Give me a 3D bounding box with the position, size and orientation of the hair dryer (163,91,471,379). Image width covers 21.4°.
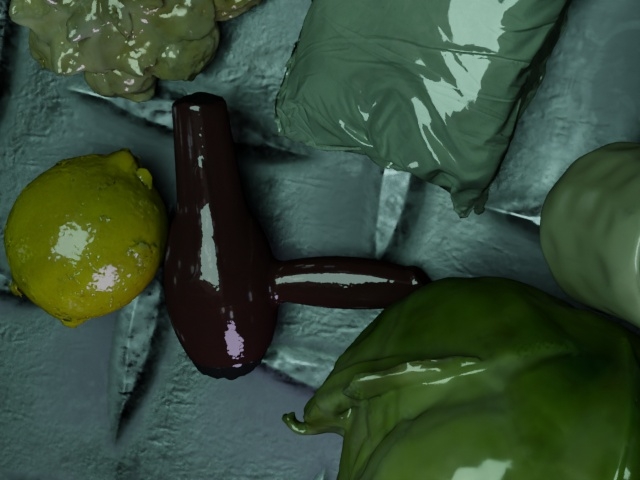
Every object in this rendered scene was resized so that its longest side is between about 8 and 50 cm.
[{"bbox_3d":[0.000,0.000,1.800,0.341,0.123,0.312,2,111,5],"label":"hair dryer"}]

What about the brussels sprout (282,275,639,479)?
[{"bbox_3d":[0.202,0.240,1.650,0.361,0.342,0.425,-30,101,27],"label":"brussels sprout"}]

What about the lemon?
[{"bbox_3d":[-0.253,-0.008,1.845,0.173,0.173,0.206,37,104,8],"label":"lemon"}]

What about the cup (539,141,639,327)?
[{"bbox_3d":[0.335,-0.041,1.627,0.173,0.202,0.255,21,92,-22],"label":"cup"}]

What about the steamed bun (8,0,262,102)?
[{"bbox_3d":[-0.209,-0.294,1.801,0.295,0.137,0.292,19,102,16],"label":"steamed bun"}]

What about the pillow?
[{"bbox_3d":[0.098,-0.206,1.719,0.283,0.138,0.310,27,105,20],"label":"pillow"}]
